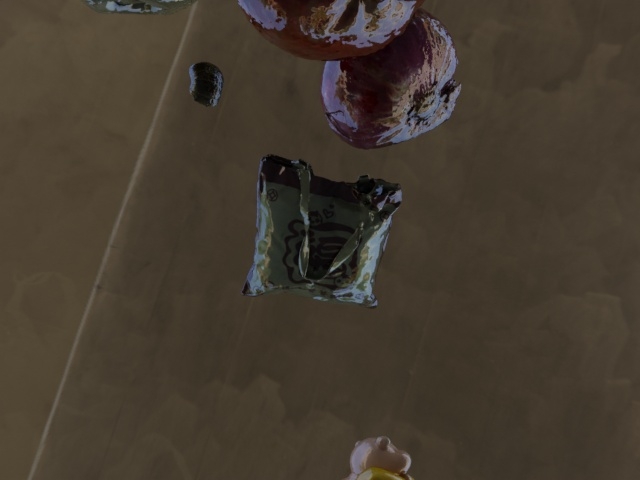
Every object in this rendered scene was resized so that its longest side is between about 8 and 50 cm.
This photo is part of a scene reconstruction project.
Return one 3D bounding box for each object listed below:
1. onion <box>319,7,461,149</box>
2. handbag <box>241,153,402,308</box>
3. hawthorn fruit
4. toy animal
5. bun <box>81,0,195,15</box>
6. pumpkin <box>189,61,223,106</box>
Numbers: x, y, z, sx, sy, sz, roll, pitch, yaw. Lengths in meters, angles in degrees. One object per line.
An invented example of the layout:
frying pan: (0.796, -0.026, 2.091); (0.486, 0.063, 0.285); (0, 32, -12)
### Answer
onion: (0.120, -0.320, 1.198); (0.273, 0.230, 0.256); (22, -128, 26)
handbag: (0.000, 0.000, 0.937); (0.213, 0.127, 0.234); (11, -61, 0)
hawthorn fruit: (0.006, -0.394, 0.839); (0.287, 0.330, 0.286); (-11, -53, -15)
toy animal: (0.067, 0.277, 0.756); (0.092, 0.114, 0.081); (14, -132, -23)
bun: (-0.280, -0.459, 0.968); (0.326, 0.362, 0.234); (-9, -85, -44)
pumpkin: (-0.161, -0.231, 0.911); (0.050, 0.028, 0.083); (12, -121, -31)
